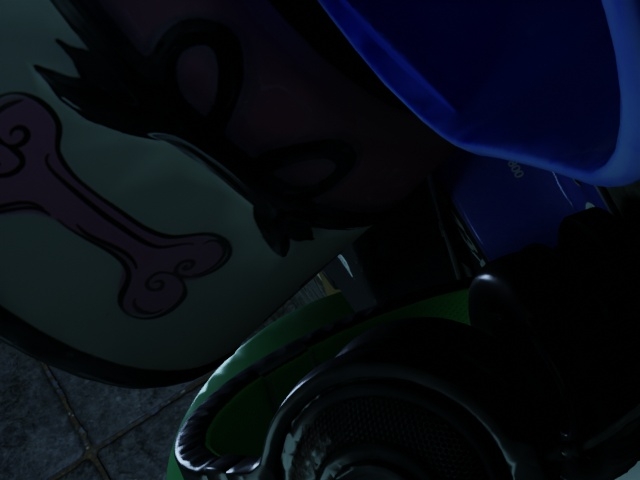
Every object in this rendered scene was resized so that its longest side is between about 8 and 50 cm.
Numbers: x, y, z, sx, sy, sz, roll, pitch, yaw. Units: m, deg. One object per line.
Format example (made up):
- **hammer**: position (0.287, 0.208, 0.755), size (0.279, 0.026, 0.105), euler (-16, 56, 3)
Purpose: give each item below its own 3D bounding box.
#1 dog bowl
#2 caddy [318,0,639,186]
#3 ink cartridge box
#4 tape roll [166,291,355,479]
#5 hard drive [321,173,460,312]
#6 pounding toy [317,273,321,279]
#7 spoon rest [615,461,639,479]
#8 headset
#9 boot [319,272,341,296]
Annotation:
- **dog bowl**: position (-0.081, -0.157, 0.762), size (0.408, 0.150, 0.408), euler (48, -154, -34)
- **caddy**: position (0.024, -0.138, 0.474), size (0.241, 0.179, 0.341), euler (59, 175, -10)
- **ink cartridge box**: position (0.068, -0.070, 1.166), size (0.176, 0.069, 0.371), euler (58, 172, -16)
- **tape roll**: position (0.034, 0.189, 1.601), size (0.077, 0.321, 0.321), euler (52, 173, 49)
- **hard drive**: position (-0.007, -0.070, 1.156), size (0.237, 0.064, 0.339), euler (54, 174, 30)
- **pounding toy**: position (-0.032, -0.046, 2.022), size (0.130, 0.100, 0.141), euler (51, 173, 44)
- **spoon rest**: position (0.162, 0.105, 1.099), size (0.084, 0.137, 0.276), euler (24, -176, -32)
- **headset**: position (0.100, 0.104, 0.933), size (0.394, 0.243, 0.185), euler (-5, 110, 55)
- **boot**: position (0.000, 0.000, 1.621), size (0.236, 0.089, 0.269), euler (18, 156, 23)
